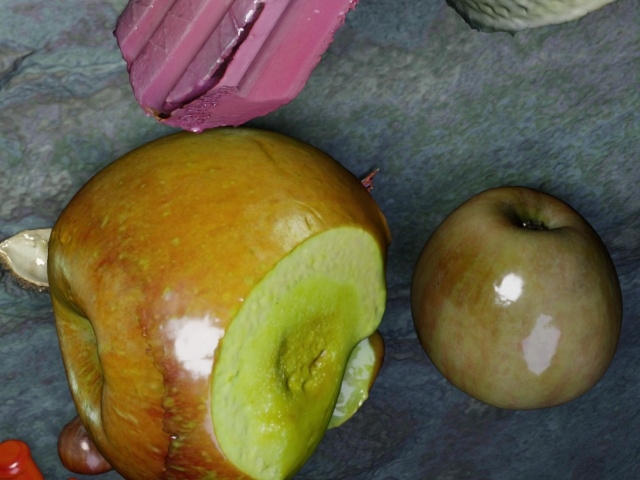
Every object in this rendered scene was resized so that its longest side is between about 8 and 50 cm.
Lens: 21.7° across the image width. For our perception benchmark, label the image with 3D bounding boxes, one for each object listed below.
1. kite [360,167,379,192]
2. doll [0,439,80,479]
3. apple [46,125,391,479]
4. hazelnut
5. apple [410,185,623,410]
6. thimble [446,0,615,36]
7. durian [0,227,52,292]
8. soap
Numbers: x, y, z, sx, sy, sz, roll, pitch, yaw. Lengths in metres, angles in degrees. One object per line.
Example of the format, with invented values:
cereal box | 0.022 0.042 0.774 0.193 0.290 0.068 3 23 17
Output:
kite | 0.000 -0.001 1.962 0.125 0.008 0.222 -11 141 -16
doll | -0.373 0.372 2.132 0.199 0.105 0.336 -15 136 6
apple | -0.090 0.075 1.697 0.374 0.384 0.374 -21 159 -8
hazelnut | -0.284 0.251 2.063 0.086 0.086 0.086 -15 142 -12
apple | 0.237 0.064 1.972 0.256 0.257 0.234 -2 124 -27
thimble | 0.201 -0.337 1.550 0.270 0.150 0.271 -15 141 -12
durian | -0.288 0.023 1.799 0.130 0.052 0.066 -6 137 -22
soap | -0.069 -0.226 1.515 0.112 0.182 0.289 5 134 -39
